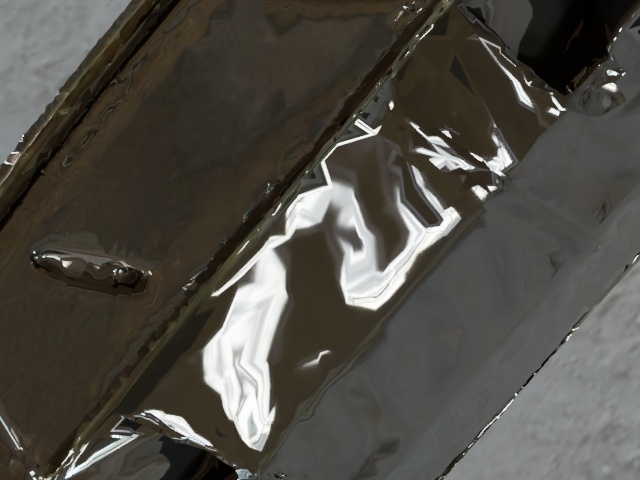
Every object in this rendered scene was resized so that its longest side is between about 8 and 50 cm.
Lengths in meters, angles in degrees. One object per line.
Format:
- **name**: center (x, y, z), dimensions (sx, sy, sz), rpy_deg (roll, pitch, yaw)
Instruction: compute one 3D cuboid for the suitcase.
- **suitcase**: center (0.000, 0.000, 0.828), dimensions (0.434, 0.283, 0.194), rpy_deg (-49, 53, 11)
